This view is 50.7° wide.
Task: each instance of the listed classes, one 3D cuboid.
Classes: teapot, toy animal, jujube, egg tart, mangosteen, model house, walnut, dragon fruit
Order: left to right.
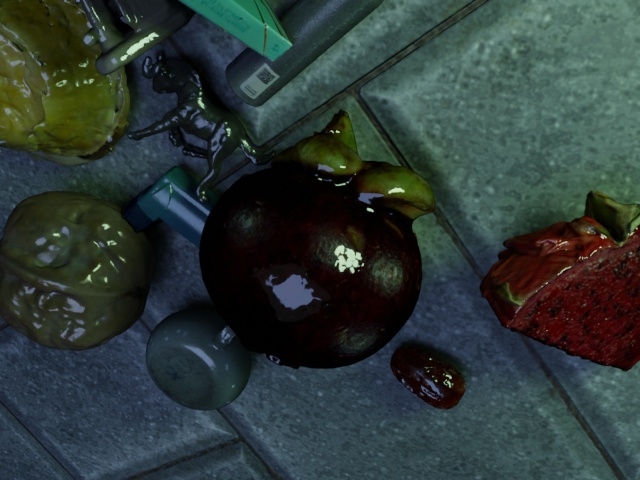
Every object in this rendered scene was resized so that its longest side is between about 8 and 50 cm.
[{"bbox_3d":[-0.457,-0.256,1.033,0.345,0.132,0.345,9,121,15],"label":"egg tart"},{"bbox_3d":[-0.414,0.047,1.135,0.273,0.227,0.273,8,121,13],"label":"walnut"},{"bbox_3d":[-0.232,-0.330,0.840,0.122,0.229,0.188,-10,120,9],"label":"model house"},{"bbox_3d":[-0.184,-0.168,1.001,0.232,0.084,0.148,42,124,-1],"label":"toy animal"},{"bbox_3d":[-0.214,0.208,1.215,0.193,0.129,0.294,42,124,-6],"label":"teapot"},{"bbox_3d":[0.000,0.000,0.920,0.306,0.307,0.347,23,94,8],"label":"mangosteen"},{"bbox_3d":[0.173,0.218,1.096,0.129,0.077,0.077,35,127,14],"label":"jujube"},{"bbox_3d":[0.341,0.029,0.875,0.317,0.152,0.205,24,111,-38],"label":"dragon fruit"}]

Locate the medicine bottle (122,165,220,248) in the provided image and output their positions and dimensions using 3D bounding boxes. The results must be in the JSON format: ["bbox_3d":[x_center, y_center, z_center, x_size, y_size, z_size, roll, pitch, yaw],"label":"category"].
[{"bbox_3d":[-0.187,-0.017,1.095,0.258,0.079,0.124,36,122,-2],"label":"medicine bottle"}]

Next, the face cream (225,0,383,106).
[{"bbox_3d":[-0.009,-0.278,0.869,0.283,0.073,0.073,-32,104,34],"label":"face cream"}]

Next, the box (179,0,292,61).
[{"bbox_3d":[-0.134,-0.314,0.775,0.041,0.229,0.162,-35,68,20],"label":"box"}]
